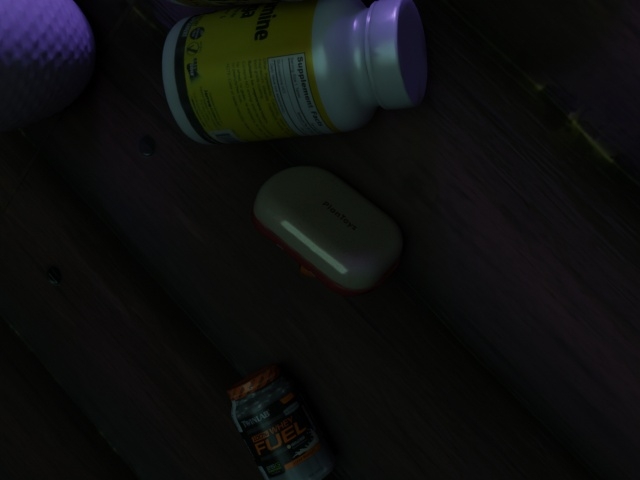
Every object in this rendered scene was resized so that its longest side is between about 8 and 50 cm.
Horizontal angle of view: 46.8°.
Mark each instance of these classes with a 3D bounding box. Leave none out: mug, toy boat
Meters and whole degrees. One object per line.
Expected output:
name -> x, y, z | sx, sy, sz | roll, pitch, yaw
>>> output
mug -> -0.502, -0.344, 1.121 | 0.276, 0.328, 0.374 | 25, 109, 17
toy boat -> 0.000, 0.000, 1.099 | 0.231, 0.151, 0.151 | 39, 142, 11

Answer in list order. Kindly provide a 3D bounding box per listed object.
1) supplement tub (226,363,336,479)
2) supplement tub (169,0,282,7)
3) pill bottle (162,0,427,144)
supplement tub -> -0.067, 0.302, 1.186 | 0.117, 0.117, 0.190 | -30, 89, 26
supplement tub -> -0.122, -0.421, 0.954 | 0.316, 0.228, 0.228 | 16, 109, 46
pill bottle -> -0.033, -0.238, 1.019 | 0.334, 0.188, 0.188 | -2, 100, 23
